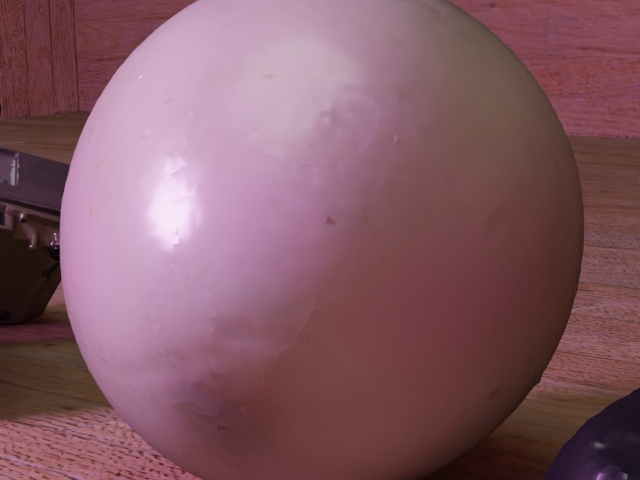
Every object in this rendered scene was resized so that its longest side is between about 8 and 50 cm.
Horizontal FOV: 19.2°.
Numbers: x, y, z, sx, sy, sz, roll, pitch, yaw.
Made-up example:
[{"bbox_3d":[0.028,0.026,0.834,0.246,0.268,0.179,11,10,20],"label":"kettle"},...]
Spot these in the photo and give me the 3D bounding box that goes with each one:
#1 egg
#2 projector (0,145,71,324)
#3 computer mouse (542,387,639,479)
[{"bbox_3d":[0.000,0.000,1.005,0.283,0.283,0.345,-1,16,8],"label":"egg"},{"bbox_3d":[-0.335,-0.004,1.503,0.269,0.088,0.193,11,-39,-21],"label":"projector"},{"bbox_3d":[0.227,0.106,0.788,0.323,0.116,0.183,-17,18,-38],"label":"computer mouse"}]
